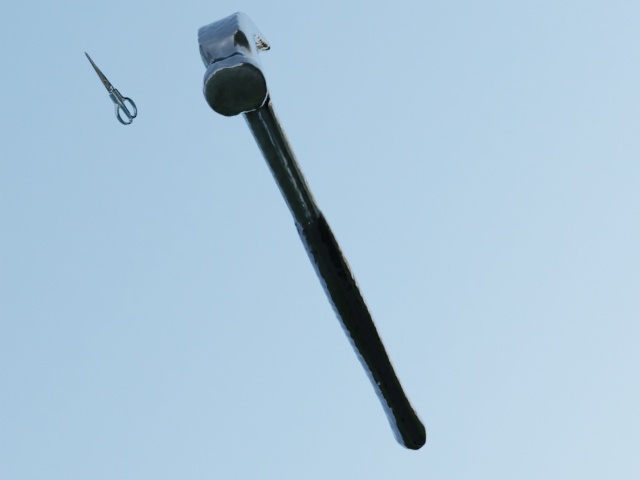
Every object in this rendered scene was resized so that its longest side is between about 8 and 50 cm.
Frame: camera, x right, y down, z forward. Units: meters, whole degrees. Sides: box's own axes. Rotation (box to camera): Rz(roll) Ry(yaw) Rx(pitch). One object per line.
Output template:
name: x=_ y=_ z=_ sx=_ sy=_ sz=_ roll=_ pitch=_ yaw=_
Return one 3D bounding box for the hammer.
hammer: x=0.000 y=0.000 z=0.900 sx=0.029 sy=0.103 sz=0.246 roll=-23 pitch=-62 yaw=5

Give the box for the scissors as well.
scissors: x=-0.205 y=-0.149 z=1.800 sx=0.083 sy=0.006 sz=0.036 roll=55 pitch=-147 yaw=-19
